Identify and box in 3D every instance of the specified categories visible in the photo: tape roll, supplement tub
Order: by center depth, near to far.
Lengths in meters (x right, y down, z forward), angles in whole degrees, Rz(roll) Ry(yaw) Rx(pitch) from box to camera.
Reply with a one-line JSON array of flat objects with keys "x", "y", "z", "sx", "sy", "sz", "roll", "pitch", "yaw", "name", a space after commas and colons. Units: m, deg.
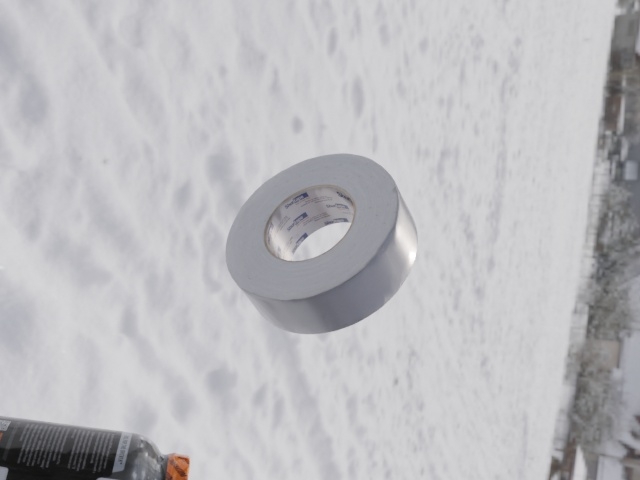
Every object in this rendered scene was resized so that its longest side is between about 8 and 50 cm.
[{"x": -0.201, "y": 0.200, "z": 0.618, "sx": 0.117, "sy": 0.191, "sz": 0.116, "roll": -171, "pitch": -90, "yaw": -82, "name": "supplement tub"}, {"x": 0.000, "y": 0.000, "z": 0.948, "sx": 0.072, "sy": 0.219, "sz": 0.219, "roll": 57, "pitch": 44, "yaw": -43, "name": "tape roll"}]
